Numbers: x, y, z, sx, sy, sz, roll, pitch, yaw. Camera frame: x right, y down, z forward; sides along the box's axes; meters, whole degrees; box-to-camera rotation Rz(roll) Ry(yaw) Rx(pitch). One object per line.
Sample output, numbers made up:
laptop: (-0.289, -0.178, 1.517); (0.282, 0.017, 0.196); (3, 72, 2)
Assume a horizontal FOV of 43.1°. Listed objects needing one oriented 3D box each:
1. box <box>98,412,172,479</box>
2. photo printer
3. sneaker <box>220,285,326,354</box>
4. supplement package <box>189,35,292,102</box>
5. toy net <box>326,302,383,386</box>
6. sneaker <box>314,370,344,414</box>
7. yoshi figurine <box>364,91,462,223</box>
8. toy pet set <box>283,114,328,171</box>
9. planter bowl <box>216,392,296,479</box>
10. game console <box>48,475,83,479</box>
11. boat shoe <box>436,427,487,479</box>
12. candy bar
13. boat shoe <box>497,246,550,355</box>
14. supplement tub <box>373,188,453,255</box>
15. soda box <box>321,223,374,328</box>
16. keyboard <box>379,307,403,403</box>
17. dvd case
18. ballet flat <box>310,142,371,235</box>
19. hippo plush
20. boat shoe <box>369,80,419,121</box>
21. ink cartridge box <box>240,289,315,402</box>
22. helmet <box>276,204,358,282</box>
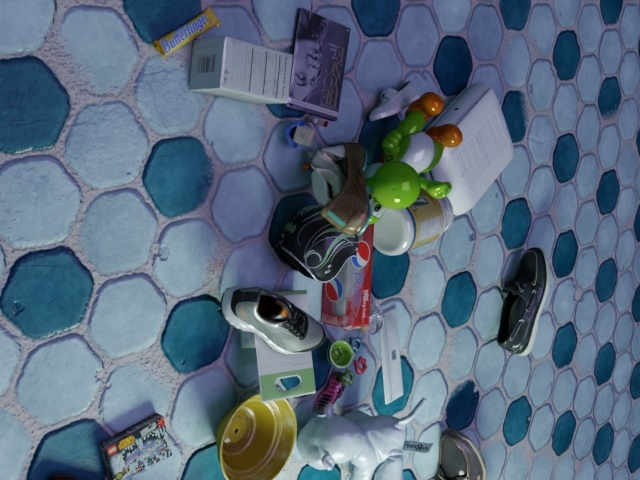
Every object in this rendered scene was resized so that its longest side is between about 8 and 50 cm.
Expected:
box: (-0.364, 0.414, 1.604); (0.137, 0.027, 0.093); (-25, 113, -40)
photo printer: (0.389, -0.238, 2.197); (0.307, 0.107, 0.256); (-48, 127, -28)
sneaker: (-0.081, 0.171, 1.702); (0.272, 0.108, 0.100); (29, 60, -40)
supplement package: (-0.158, -0.339, 1.630); (0.179, 0.105, 0.105); (4, 92, -46)
toy net: (0.104, 0.247, 2.007); (0.122, 0.045, 0.232); (49, 57, -10)
sneaker: (0.031, 0.382, 1.990); (0.119, 0.047, 0.057); (-55, 142, -22)
yoshi figurine: (0.213, -0.181, 1.896); (0.362, 0.204, 0.203); (-52, 161, -27)
toy pet set: (-0.042, -0.224, 1.816); (0.114, 0.065, 0.122); (-3, 111, -76)
planter bowl: (-0.160, 0.425, 1.766); (0.217, 0.090, 0.217); (-8, 102, -44)
game console: (-0.449, 0.666, 1.539); (0.342, 0.060, 0.386); (36, 71, -43)
boat shoe: (0.404, 0.712, 2.355); (0.130, 0.132, 0.355); (-34, 118, -37)
candy bar: (-0.260, -0.402, 1.574); (0.161, 0.018, 0.040); (-42, 104, -33)
boat shoe: (0.607, 0.177, 2.484); (0.113, 0.127, 0.339); (15, 88, -23)
supplement tub: (0.227, -0.052, 2.038); (0.200, 0.144, 0.144); (-19, 110, -42)
soda box: (0.065, 0.073, 1.939); (0.092, 0.084, 0.263); (-4, 100, -45)
keyboard: (0.187, 0.308, 2.156); (0.072, 0.014, 0.255); (-23, 113, -46)
dvd case: (-0.006, -0.395, 1.837); (0.165, 0.018, 0.221); (8, 91, -46)
ballet flat: (0.038, -0.136, 1.786); (0.124, 0.116, 0.342); (24, 34, -16)
hippo plush: (0.080, 0.504, 1.909); (0.237, 0.294, 0.234); (9, 69, -38)
boat shoe: (0.178, -0.347, 2.001); (0.184, 0.066, 0.063); (-32, 104, -35)
ink cartridge box: (-0.095, 0.229, 1.790); (0.171, 0.056, 0.234); (0, 84, -46)
helmet: (0.000, 0.000, 1.809); (0.161, 0.169, 0.169); (-48, 128, -12)
